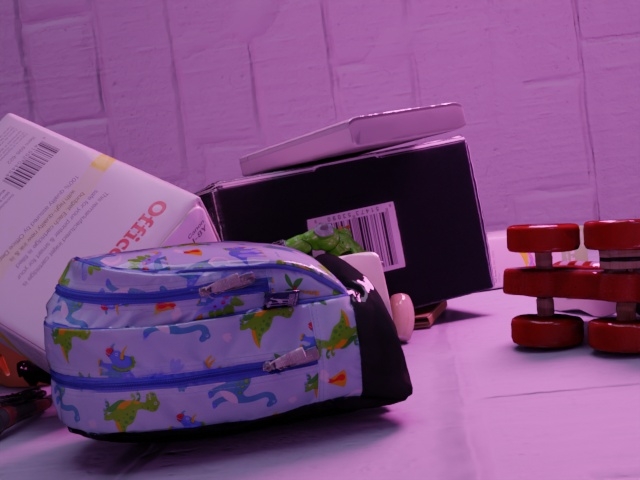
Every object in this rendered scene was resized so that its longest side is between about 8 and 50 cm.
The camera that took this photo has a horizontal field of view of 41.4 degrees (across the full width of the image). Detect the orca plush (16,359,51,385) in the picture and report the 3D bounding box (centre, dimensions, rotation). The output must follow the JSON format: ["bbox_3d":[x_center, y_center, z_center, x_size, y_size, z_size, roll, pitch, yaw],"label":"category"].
[{"bbox_3d":[-0.296,0.173,1.251,0.287,0.151,0.102,-7,34,-21],"label":"orca plush"}]

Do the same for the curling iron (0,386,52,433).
[{"bbox_3d":[-0.409,0.227,1.051,0.068,0.035,0.274,-11,2,4],"label":"curling iron"}]

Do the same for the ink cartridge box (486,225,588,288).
[{"bbox_3d":[0.409,0.040,1.962,0.353,0.119,0.207,-7,3,-12],"label":"ink cartridge box"}]

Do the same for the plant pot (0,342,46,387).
[{"bbox_3d":[-0.458,0.129,1.450,0.290,0.204,0.291,-8,2,0],"label":"plant pot"}]

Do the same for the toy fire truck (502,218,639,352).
[{"bbox_3d":[0.415,0.054,1.186,0.254,0.169,0.302,-4,1,-40],"label":"toy fire truck"}]

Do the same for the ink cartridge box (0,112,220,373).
[{"bbox_3d":[-0.369,0.019,1.192,0.384,0.279,0.160,24,-26,27],"label":"ink cartridge box"}]

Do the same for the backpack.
[{"bbox_3d":[-0.123,0.108,0.947,0.355,0.273,0.290,-20,12,-13],"label":"backpack"}]

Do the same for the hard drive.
[{"bbox_3d":[0.043,-0.169,1.455,0.233,0.047,0.353,-14,4,-33],"label":"hard drive"}]

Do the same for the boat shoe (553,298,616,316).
[{"bbox_3d":[0.457,0.093,1.415,0.063,0.066,0.184,-9,-7,-18],"label":"boat shoe"}]

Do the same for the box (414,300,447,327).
[{"bbox_3d":[0.140,0.140,1.573,0.164,0.021,0.201,-9,3,18],"label":"box"}]

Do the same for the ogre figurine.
[{"bbox_3d":[0.017,0.039,1.341,0.118,0.197,0.097,-39,20,24],"label":"ogre figurine"}]

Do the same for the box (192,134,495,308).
[{"bbox_3d":[0.000,0.000,1.658,0.479,0.297,0.472,-13,5,-17],"label":"box"}]

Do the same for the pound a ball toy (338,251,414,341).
[{"bbox_3d":[-0.007,0.136,1.274,0.319,0.136,0.208,-10,-28,0],"label":"pound a ball toy"}]
